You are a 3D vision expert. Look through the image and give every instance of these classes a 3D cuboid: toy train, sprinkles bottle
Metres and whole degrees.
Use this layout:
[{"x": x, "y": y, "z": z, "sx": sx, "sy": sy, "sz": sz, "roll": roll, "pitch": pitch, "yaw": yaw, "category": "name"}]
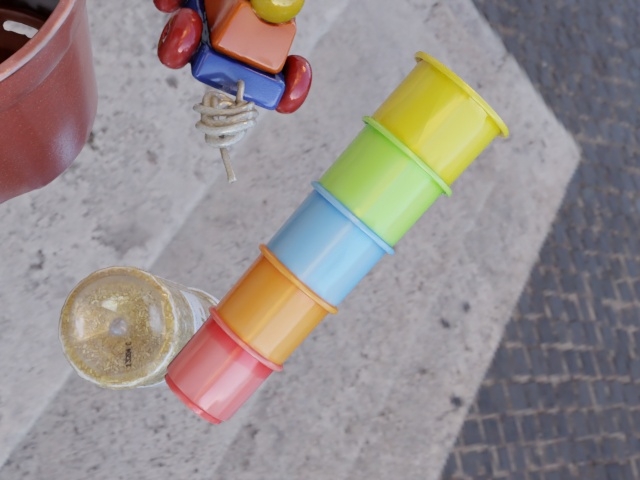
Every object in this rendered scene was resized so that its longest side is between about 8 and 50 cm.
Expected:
[{"x": -0.033, "y": -0.157, "z": 0.768, "sx": 0.105, "sy": 0.143, "sz": 0.248, "roll": 20, "pitch": 30, "yaw": -23, "category": "toy train"}, {"x": -0.177, "y": 0.101, "z": 1.280, "sx": 0.355, "sy": 0.121, "sz": 0.121, "roll": 51, "pitch": 22, "yaw": -82, "category": "sprinkles bottle"}]

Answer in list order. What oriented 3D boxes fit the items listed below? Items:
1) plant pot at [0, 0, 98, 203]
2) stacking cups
[{"x": -0.294, "y": -0.164, "z": 0.924, "sx": 0.272, "sy": 0.265, "sz": 0.272, "roll": 0, "pitch": 70, "yaw": -1, "category": "plant pot"}, {"x": 0.000, "y": 0.000, "z": 0.897, "sx": 0.316, "sy": 0.096, "sz": 0.096, "roll": -46, "pitch": 112, "yaw": 4, "category": "stacking cups"}]
